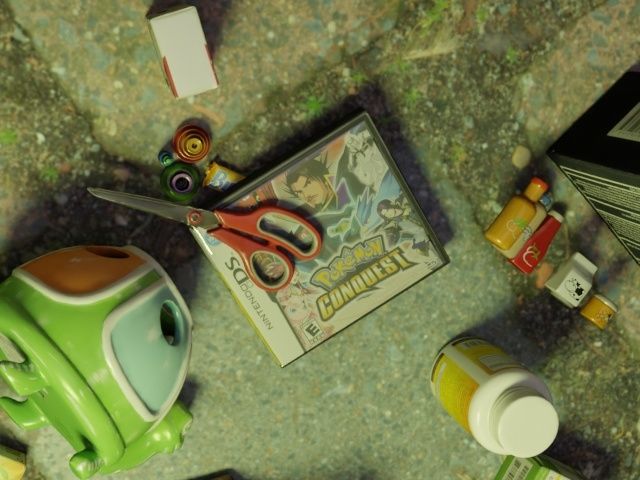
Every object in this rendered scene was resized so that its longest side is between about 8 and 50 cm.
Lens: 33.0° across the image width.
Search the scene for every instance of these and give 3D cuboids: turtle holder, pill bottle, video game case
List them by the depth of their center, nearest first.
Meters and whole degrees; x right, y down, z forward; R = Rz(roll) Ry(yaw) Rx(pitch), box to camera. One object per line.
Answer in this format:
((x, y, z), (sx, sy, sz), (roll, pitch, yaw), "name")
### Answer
((-0.258, 0.152, 1.301), (0.227, 0.243, 0.320), (-41, 102, -24), "turtle holder")
((0.000, 0.000, 1.425), (0.275, 0.035, 0.248), (-32, 111, -2), "video game case")
((0.235, 0.213, 1.455), (0.117, 0.215, 0.117), (-3, 103, -14), "pill bottle")

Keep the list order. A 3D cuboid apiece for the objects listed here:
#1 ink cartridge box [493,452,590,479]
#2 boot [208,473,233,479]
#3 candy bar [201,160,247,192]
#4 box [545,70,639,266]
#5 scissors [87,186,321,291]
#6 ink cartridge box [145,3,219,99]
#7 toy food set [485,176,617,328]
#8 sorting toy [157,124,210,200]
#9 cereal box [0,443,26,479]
((0.363, 0.441, 1.601), (0.255, 0.097, 0.189), (27, 94, -18), "ink cartridge box")
((-0.088, 0.392, 1.419), (0.248, 0.207, 0.090), (-17, 142, -11), "boot")
((-0.081, -0.058, 1.417), (0.161, 0.018, 0.040), (23, 95, -19), "candy bar")
((0.506, -0.056, 1.429), (0.183, 0.296, 0.294), (-44, 110, -3), "box")
((-0.137, -0.034, 1.354), (0.297, 0.021, 0.109), (30, 100, -19), "scissors")
((-0.168, -0.229, 1.296), (0.056, 0.135, 0.099), (-19, 105, -7), "ink cartridge box")
((0.330, 0.013, 1.492), (0.232, 0.111, 0.104), (37, 91, -16), "toy food set")
((-0.175, -0.098, 1.370), (0.061, 0.042, 0.102), (13, 98, -17), "sorting toy")
((-0.519, 0.307, 1.362), (0.240, 0.047, 0.173), (28, 93, -18), "cereal box")
